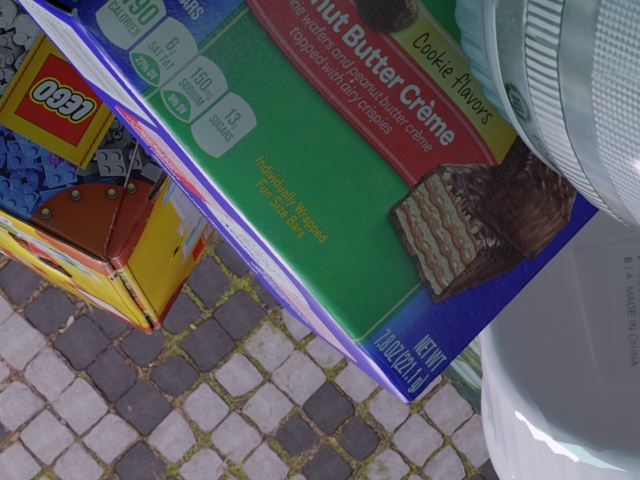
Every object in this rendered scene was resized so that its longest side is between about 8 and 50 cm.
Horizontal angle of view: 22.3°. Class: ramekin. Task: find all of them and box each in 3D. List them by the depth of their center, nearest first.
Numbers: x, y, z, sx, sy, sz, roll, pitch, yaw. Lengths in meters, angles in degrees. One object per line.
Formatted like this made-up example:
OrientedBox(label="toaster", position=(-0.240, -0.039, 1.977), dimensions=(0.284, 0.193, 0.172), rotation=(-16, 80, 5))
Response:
OrientedBox(label="ramekin", position=(0.234, 0.071, 1.072), dimensions=(0.277, 0.277, 0.135), rotation=(41, 164, 35))

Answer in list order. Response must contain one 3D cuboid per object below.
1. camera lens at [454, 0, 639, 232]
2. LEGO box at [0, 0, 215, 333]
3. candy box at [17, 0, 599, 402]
OrientedBox(label="camera lens", position=(0.204, -0.077, 0.581), dimensions=(0.274, 0.219, 0.219), rotation=(37, 168, 51))
OrientedBox(label="LEGO box", position=(-0.155, -0.143, 1.435), dimensions=(0.193, 0.372, 0.500), rotation=(28, 171, 3))
OrientedBox(label="candy box", position=(0.059, -0.129, 0.743), dimensions=(0.268, 0.317, 0.122), rotation=(50, 171, -36))
